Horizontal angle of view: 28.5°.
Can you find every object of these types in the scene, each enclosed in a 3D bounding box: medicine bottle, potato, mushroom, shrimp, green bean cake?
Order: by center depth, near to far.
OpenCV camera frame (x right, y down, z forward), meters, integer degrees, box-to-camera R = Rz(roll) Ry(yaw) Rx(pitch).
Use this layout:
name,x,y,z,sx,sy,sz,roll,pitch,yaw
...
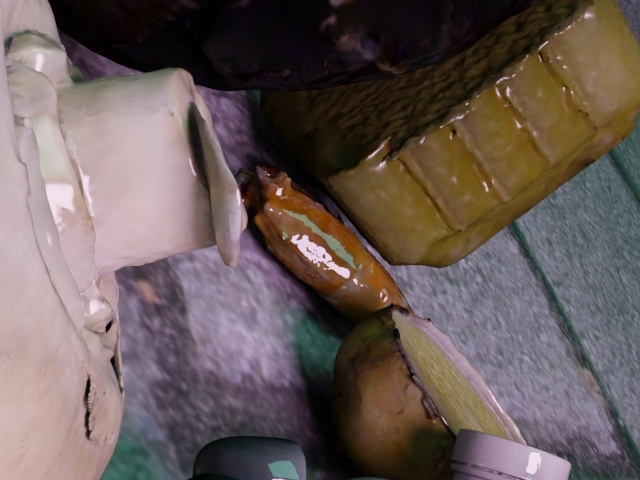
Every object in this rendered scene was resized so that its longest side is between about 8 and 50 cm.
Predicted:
name,x,y,z,sx,sy,sz,roll,pitch,yaw
mushroom,-0.125,-0.008,0.415,0.246,0.202,0.246,172,-90,-84
medicine bottle,0.082,0.174,0.656,0.079,0.079,0.140,29,76,-45
potato,0.073,0.136,0.782,0.200,0.081,0.164,47,15,-23
shrimp,-0.003,0.003,0.878,0.187,0.051,0.132,45,4,-31
green bean cake,0.093,-0.106,0.910,0.124,0.236,0.233,52,2,-31

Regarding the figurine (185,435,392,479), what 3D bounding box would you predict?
name,x,y,z,sx,sy,sz,roll,pitch,yaw
figurine,0.000,0.153,0.553,0.192,0.147,0.126,13,59,-31

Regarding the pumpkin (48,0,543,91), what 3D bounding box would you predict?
name,x,y,z,sx,sy,sz,roll,pitch,yaw
pumpkin,-0.003,-0.280,0.751,0.454,0.454,0.344,-64,142,-65
